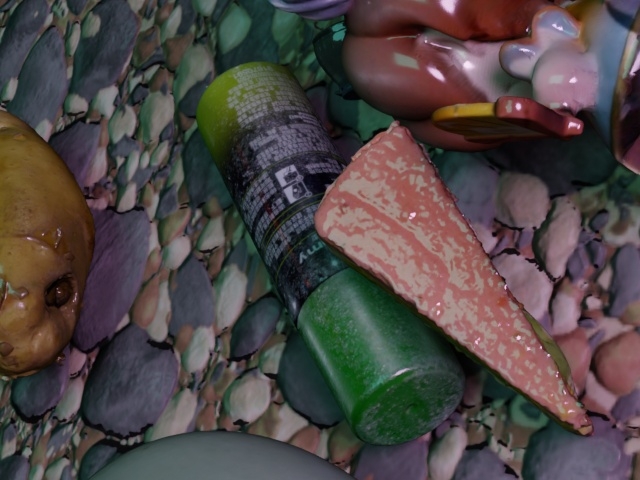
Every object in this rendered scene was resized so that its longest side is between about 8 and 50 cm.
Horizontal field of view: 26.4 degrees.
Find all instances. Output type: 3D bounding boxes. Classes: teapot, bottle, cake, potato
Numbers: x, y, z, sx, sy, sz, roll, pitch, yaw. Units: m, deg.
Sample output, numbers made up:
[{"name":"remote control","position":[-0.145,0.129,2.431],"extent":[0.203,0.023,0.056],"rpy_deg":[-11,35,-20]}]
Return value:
[{"name":"teapot","position":[0.041,-0.143,1.055],"extent":[0.088,0.066,0.057],"rpy_deg":[-16,82,16]},{"name":"bottle","position":[0.000,0.000,1.010],"extent":[0.093,0.093,0.330],"rpy_deg":[-47,47,22]},{"name":"cake","position":[0.082,0.043,0.849],"extent":[0.090,0.109,0.225],"rpy_deg":[-34,69,3]},{"name":"potato","position":[-0.292,-0.001,1.273],"extent":[0.173,0.140,0.300],"rpy_deg":[-53,39,27]}]

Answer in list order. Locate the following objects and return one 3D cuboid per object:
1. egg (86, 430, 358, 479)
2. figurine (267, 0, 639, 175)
[{"name":"egg","position":[-0.035,0.278,0.805],"extent":[0.276,0.276,0.389],"rpy_deg":[-56,46,14]},{"name":"figurine","position":[0.139,-0.153,0.829],"extent":[0.388,0.277,0.248],"rpy_deg":[16,113,50]}]
